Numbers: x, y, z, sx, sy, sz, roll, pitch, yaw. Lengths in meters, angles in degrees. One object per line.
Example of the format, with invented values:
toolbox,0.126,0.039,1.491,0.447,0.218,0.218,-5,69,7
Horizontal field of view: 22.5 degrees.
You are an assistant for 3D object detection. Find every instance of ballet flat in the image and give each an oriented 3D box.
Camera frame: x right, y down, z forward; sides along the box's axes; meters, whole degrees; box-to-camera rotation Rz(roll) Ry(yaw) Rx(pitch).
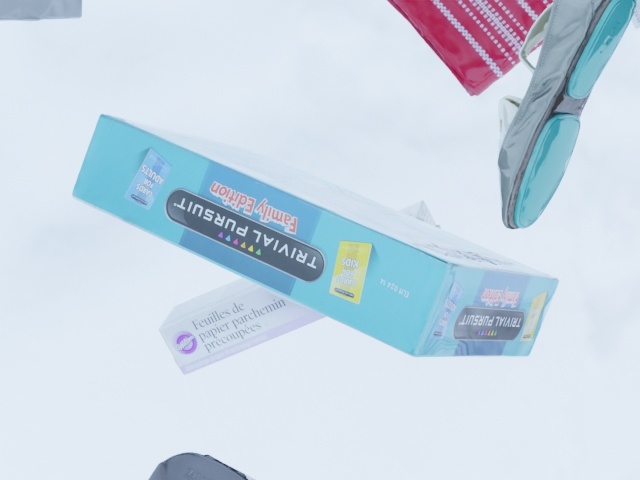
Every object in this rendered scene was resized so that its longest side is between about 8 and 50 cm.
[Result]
ballet flat,0.177,-0.114,1.256,0.072,0.068,0.213,4,112,-55

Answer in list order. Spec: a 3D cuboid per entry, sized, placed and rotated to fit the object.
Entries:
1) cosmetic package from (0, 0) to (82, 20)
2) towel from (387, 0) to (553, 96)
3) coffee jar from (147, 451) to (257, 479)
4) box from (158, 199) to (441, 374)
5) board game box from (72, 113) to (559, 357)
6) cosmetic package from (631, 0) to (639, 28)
cosmetic package,-0.266,-0.300,1.318,0.127,0.107,0.238,-8,108,-52
towel,0.184,-0.290,1.499,0.275,0.199,0.031,-39,-178,8
coffee jar,-0.042,0.206,1.081,0.184,0.096,0.079,38,77,-50
box,-0.019,0.052,1.734,0.063,0.324,0.067,62,19,-14
board game box,0.000,0.000,1.350,0.253,0.336,0.079,8,105,-63
cosmetic package,0.262,-0.307,1.362,0.060,0.099,0.239,-42,106,-42
